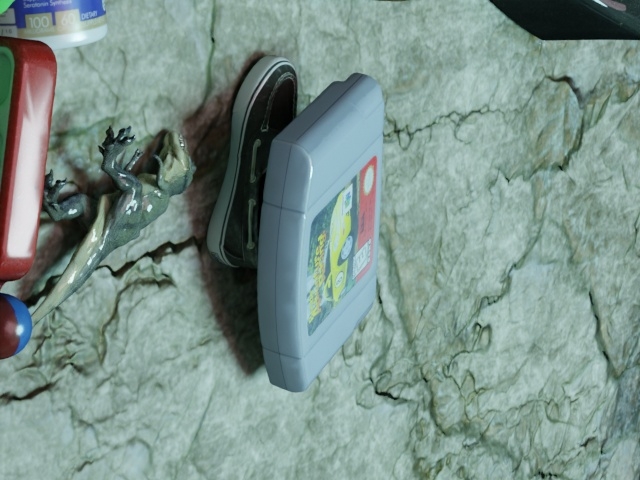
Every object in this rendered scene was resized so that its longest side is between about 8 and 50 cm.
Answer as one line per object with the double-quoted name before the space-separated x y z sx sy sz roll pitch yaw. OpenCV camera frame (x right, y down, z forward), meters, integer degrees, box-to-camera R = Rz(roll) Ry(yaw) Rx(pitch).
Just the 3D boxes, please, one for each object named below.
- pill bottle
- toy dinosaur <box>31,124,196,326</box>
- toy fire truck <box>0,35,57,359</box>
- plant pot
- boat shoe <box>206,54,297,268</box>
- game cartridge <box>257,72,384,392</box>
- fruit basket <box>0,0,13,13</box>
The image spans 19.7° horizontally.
"pill bottle" -0.243 -0.258 1.549 0.112 0.112 0.187 -22 113 -47
"toy dinosaur" -0.201 -0.031 1.685 0.268 0.064 0.118 -48 137 -30
"toy fire truck" -0.312 -0.009 1.397 0.169 0.254 0.302 6 92 -50
"plant pot" 0.281 -0.341 2.128 0.167 0.187 0.188 12 87 -39
"boat shoe" -0.049 -0.077 1.847 0.078 0.070 0.219 18 83 -50
"game cartridge" 0.000 0.000 1.861 0.196 0.060 0.294 -43 143 -47
"fruit basket" -0.375 -0.252 1.178 0.392 0.392 0.283 1 55 -50
